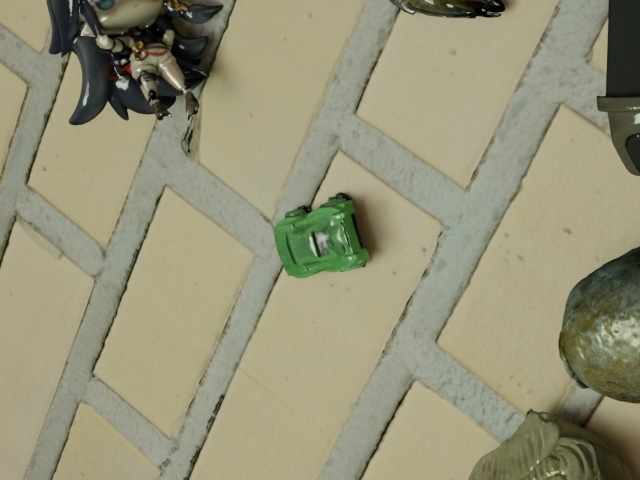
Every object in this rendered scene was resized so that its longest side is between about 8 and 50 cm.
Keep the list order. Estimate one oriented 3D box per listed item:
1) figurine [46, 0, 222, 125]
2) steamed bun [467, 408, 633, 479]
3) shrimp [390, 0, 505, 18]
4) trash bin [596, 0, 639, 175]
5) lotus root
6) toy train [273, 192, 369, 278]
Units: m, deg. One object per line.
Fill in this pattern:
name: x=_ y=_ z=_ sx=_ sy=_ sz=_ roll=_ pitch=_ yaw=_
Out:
figurine: x=-0.252 y=-0.268 z=1.829 sx=0.197 sy=0.175 sz=0.265 roll=-10 pitch=89 yaw=42
steamed bun: x=0.273 y=0.308 z=1.619 sx=0.144 sy=0.211 sz=0.218 roll=23 pitch=123 yaw=-22
shrimp: x=0.170 y=-0.343 z=1.569 sx=0.365 sy=0.071 sz=0.233 roll=23 pitch=124 yaw=29
trash bin: x=0.381 y=-0.207 z=1.380 sx=0.209 sy=0.182 sz=0.290 roll=2 pitch=99 yaw=37
lotus root: x=0.388 y=0.067 z=1.454 sx=0.349 sy=0.175 sz=0.175 roll=-25 pitch=88 yaw=35
toy train: x=0.000 y=0.000 z=1.772 sx=0.149 sy=0.081 sz=0.099 roll=-14 pitch=95 yaw=37
